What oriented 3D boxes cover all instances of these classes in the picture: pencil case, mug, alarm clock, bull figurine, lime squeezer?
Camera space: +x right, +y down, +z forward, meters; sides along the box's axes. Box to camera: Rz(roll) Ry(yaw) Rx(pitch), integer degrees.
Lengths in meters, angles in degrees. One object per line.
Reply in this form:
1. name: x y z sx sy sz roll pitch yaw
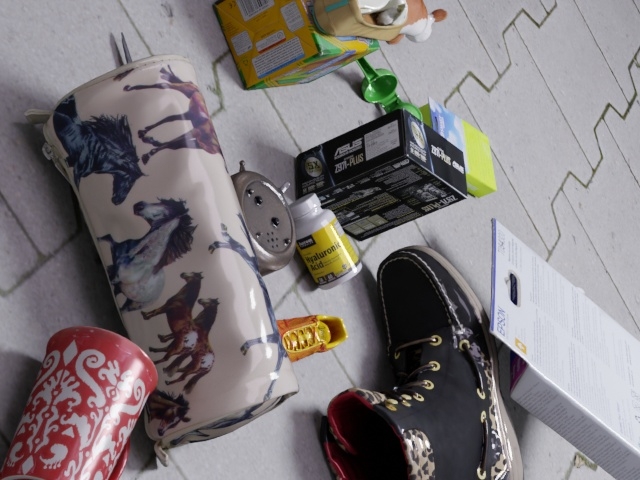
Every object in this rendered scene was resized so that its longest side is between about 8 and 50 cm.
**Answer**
1. pencil case: -0.161 0.021 1.531 0.160 0.183 0.410 37 34 -84
2. mug: -0.222 0.191 1.377 0.150 0.113 0.169 46 40 -27
3. alarm clock: -0.089 -0.008 1.750 0.129 0.064 0.192 53 37 -22
4. bull figurine: 0.079 -0.378 2.198 0.188 0.101 0.310 63 29 0
5. lime squeezer: 0.118 -0.194 2.147 0.310 0.059 0.110 53 -10 -27

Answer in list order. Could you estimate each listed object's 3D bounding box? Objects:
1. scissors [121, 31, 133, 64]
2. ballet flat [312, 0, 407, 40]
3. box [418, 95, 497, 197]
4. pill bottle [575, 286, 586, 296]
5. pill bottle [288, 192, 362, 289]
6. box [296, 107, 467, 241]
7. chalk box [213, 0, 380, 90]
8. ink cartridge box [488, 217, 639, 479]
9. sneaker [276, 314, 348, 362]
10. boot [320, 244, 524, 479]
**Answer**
1. scissors: -0.189 -0.099 1.698 0.109 0.021 0.297 18 55 -48
2. ballet flat: 0.075 -0.305 1.916 0.232 0.073 0.080 -24 91 -59
3. box: 0.212 -0.146 2.302 0.178 0.042 0.109 26 49 -47
4. pill bottle: 0.386 0.177 2.295 0.112 0.112 0.187 12 61 -53
5. pill bottle: 0.000 0.000 1.871 0.116 0.065 0.065 60 32 -10
6. box: 0.081 -0.085 1.935 0.147 0.180 0.077 30 47 -44
7. chalk box: -0.018 -0.290 1.964 0.213 0.132 0.132 -16 84 -57
8. ink cartridge box: 0.343 0.159 2.077 0.330 0.071 0.324 38 27 -13
9. sneaker: -0.030 0.115 1.751 0.175 0.067 0.064 -17 86 -57
10. boot: 0.113 0.192 1.861 0.284 0.138 0.377 -5 77 -55
